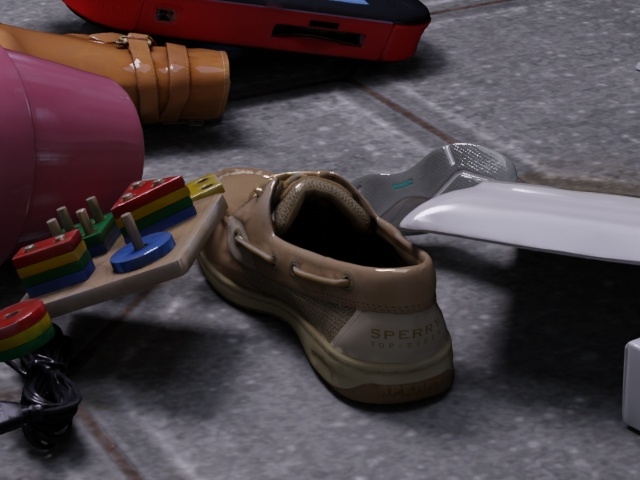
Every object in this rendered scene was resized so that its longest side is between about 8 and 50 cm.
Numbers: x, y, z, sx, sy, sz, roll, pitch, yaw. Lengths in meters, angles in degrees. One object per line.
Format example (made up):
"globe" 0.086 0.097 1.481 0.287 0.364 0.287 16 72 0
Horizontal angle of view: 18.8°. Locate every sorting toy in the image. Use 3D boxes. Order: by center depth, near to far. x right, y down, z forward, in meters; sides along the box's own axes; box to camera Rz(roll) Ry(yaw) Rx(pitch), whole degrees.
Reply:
"sorting toy" -0.144 -0.005 1.363 0.132 0.046 0.274 -17 17 17

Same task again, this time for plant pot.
"plant pot" -0.247 -0.067 1.508 0.180 0.201 0.201 -2 18 -43

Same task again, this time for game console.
"game console" -0.108 -0.286 1.960 0.387 0.060 0.342 5 29 -26

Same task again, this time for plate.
"plate" 0.232 -0.007 1.371 0.278 0.045 0.277 9 2 24

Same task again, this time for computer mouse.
"computer mouse" -0.285 0.103 1.270 0.262 0.060 0.184 3 17 -18

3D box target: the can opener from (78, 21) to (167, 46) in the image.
"can opener" -0.187 -0.245 2.004 0.074 0.093 0.280 14 25 4

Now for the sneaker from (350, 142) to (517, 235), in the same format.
"sneaker" 0.090 -0.036 1.499 0.152 0.053 0.061 -13 -27 33

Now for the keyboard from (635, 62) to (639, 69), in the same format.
"keyboard" 0.438 -0.192 1.944 0.256 0.014 0.072 -16 33 -28

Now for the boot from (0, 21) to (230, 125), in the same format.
"boot" -0.191 -0.134 1.718 0.220 0.109 0.283 4 3 0

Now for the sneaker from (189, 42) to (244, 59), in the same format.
"sneaker" -0.111 -0.223 1.987 0.053 0.059 0.144 -4 25 -11

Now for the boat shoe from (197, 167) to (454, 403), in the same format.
"boat shoe" 0.000 0.000 1.412 0.122 0.110 0.341 -13 27 -24

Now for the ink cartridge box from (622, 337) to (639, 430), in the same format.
"ink cartridge box" 0.287 0.089 1.251 0.150 0.063 0.109 -18 28 -34
